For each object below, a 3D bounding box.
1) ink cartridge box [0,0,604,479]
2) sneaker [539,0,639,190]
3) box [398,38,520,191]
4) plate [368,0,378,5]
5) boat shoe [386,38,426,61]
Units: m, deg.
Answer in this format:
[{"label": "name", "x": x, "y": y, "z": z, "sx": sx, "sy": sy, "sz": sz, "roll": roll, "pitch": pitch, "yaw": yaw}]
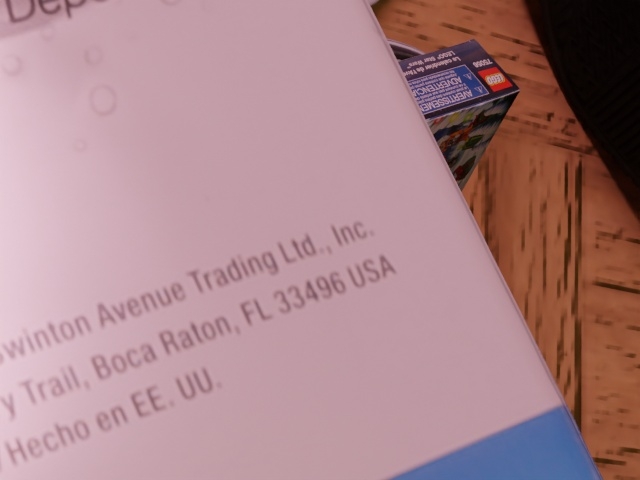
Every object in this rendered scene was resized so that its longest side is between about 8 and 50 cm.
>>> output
[{"label": "ink cartridge box", "x": -0.137, "y": 0.003, "z": 0.444, "sx": 0.285, "sy": 0.166, "sz": 0.395, "roll": -19, "pitch": 78, "yaw": -29}, {"label": "sneaker", "x": 0.159, "y": -0.162, "z": 0.818, "sx": 0.178, "sy": 0.124, "sz": 0.296, "roll": -29, "pitch": 98, "yaw": -28}, {"label": "box", "x": 0.000, "y": 0.000, "z": 0.651, "sx": 0.094, "sy": 0.137, "sz": 0.027, "roll": -20, "pitch": 60, "yaw": -37}, {"label": "plate", "x": -0.030, "y": -0.167, "z": 0.730, "sx": 0.188, "sy": 0.024, "sz": 0.188, "roll": 8, "pitch": 77, "yaw": -36}, {"label": "boat shoe", "x": -0.026, "y": -0.037, "z": 0.672, "sx": 0.228, "sy": 0.076, "sz": 0.080, "roll": -6, "pitch": 84, "yaw": -38}]
